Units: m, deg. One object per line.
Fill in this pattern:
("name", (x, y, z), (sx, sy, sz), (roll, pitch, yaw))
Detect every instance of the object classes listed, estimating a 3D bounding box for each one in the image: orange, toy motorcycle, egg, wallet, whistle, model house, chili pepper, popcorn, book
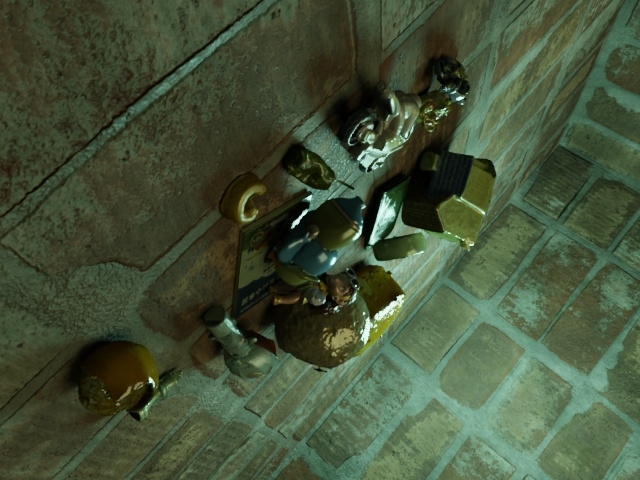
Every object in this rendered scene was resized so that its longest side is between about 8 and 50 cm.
("orange", (-0.383, 0.268, 1.024), (0.156, 0.134, 0.157), (-41, 142, -42))
("toy motorcycle", (0.150, -0.270, 1.263), (0.223, 0.108, 0.340), (-46, 165, 7))
("egg", (0.011, 0.243, 1.589), (0.310, 0.279, 0.279), (11, 117, -44))
("wallet", (0.208, -0.094, 1.721), (0.160, 0.055, 0.236), (-38, 150, -42))
("whistle", (-0.205, 0.269, 1.383), (0.134, 0.142, 0.346), (-54, 148, -21))
("model house", (0.404, -0.163, 1.823), (0.266, 0.261, 0.321), (17, 90, -41))
("toy motorcycle", (0.356, -0.423, 1.434), (0.061, 0.124, 0.193), (-16, -175, 35))
("chili pepper", (-0.011, -0.149, 1.189), (0.072, 0.073, 0.204), (-39, 150, 16))
("popcorn", (0.305, -0.360, 1.470), (0.109, 0.089, 0.097), (-47, 169, -16))
("book", (-0.123, 0.042, 1.332), (0.228, 0.018, 0.322), (-34, 152, -36))

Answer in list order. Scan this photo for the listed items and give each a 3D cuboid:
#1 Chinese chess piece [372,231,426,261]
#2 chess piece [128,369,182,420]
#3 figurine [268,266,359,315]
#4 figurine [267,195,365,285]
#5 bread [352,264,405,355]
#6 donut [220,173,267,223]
("Chinese chess piece", (0.275, 0.021, 1.877), (0.188, 0.083, 0.188), (-13, 179, 0))
("chess piece", (-0.384, 0.354, 1.262), (0.149, 0.059, 0.059), (-40, 156, -44))
("figurine", (-0.014, 0.130, 1.421), (0.240, 0.175, 0.116), (5, 130, -28))
("figurine", (0.002, 0.002, 1.289), (0.262, 0.154, 0.180), (-37, -178, -3))
("bread", (0.149, 0.263, 1.960), (0.358, 0.204, 0.337), (-29, 144, -41))
("donut", (-0.151, -0.078, 1.065), (0.097, 0.043, 0.108), (-23, 140, -51))
